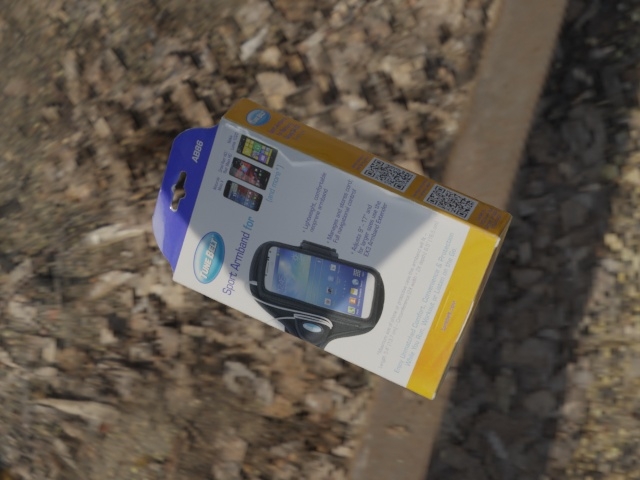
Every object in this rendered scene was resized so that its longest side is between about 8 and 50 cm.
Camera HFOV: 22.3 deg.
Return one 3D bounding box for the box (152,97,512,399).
[{"bbox_3d":[0.000,0.000,0.656,0.136,0.028,0.081,26,120,10],"label":"box"}]
